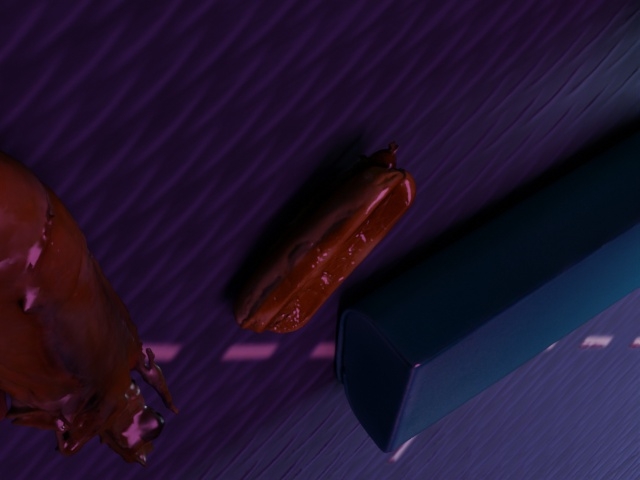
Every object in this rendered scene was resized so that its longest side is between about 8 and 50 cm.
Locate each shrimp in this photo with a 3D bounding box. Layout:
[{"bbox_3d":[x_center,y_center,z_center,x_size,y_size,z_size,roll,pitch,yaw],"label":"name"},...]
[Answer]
[{"bbox_3d":[-0.151,0.056,0.647,0.152,0.063,0.287,-38,147,-7],"label":"shrimp"}]

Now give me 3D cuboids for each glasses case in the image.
[{"bbox_3d":[0.145,0.013,0.960,0.301,0.070,0.117,-31,154,-25],"label":"glasses case"}]

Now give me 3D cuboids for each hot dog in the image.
[{"bbox_3d":[0.000,0.000,0.793,0.133,0.041,0.056,-47,151,20],"label":"hot dog"}]
